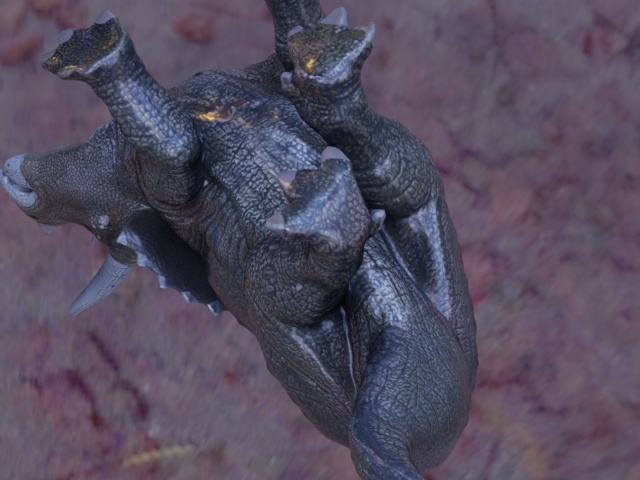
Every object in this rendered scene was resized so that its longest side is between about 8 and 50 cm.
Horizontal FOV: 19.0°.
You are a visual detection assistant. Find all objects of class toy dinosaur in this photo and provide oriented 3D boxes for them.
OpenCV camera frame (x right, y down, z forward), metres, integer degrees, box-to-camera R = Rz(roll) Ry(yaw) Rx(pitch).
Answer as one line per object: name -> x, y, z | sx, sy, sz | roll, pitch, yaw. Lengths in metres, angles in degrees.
toy dinosaur -> 0.000, 0.000, 0.634 | 0.121, 0.160, 0.313 | -40, 46, -15
